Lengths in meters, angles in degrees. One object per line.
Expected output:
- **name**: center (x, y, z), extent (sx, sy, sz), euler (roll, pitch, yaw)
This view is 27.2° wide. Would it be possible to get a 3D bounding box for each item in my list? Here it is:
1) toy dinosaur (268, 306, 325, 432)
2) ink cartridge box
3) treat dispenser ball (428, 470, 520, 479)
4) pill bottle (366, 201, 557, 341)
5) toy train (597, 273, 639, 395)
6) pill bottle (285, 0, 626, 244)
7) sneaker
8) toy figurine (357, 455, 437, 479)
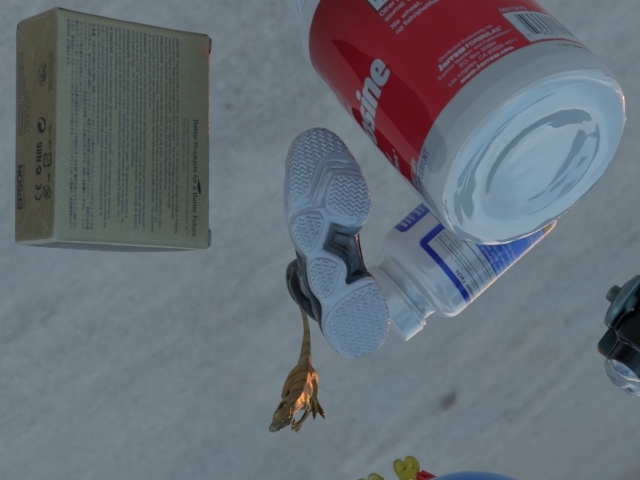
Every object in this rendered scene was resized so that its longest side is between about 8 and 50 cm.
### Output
- **toy dinosaur**: center (-0.021, 0.174, 1.667), extent (0.064, 0.211, 0.112), euler (6, 129, 3)
- **ink cartridge box**: center (-0.213, -0.107, 1.373), extent (0.193, 0.234, 0.088), euler (5, 172, -42)
- **treat dispenser ball**: center (0.202, 0.444, 1.713), extent (0.288, 0.288, 0.288), euler (-28, 157, -13)
- **pill bottle**: center (0.182, 0.010, 1.838), extent (0.272, 0.152, 0.152), euler (-41, 158, -4)
- **toy train**: center (0.472, 0.052, 1.674), extent (0.334, 0.142, 0.190), euler (-53, 159, -12)
- **pill bottle**: center (0.122, -0.204, 1.429), extent (0.229, 0.407, 0.229), euler (-22, 140, -19)
- **sneaker**: center (0.000, 0.000, 1.554), extent (0.101, 0.268, 0.153), euler (-15, -171, -15)
- **toy figurine**: center (0.133, 0.515, 2.162), extent (0.217, 0.191, 0.362), euler (27, 138, -25)
